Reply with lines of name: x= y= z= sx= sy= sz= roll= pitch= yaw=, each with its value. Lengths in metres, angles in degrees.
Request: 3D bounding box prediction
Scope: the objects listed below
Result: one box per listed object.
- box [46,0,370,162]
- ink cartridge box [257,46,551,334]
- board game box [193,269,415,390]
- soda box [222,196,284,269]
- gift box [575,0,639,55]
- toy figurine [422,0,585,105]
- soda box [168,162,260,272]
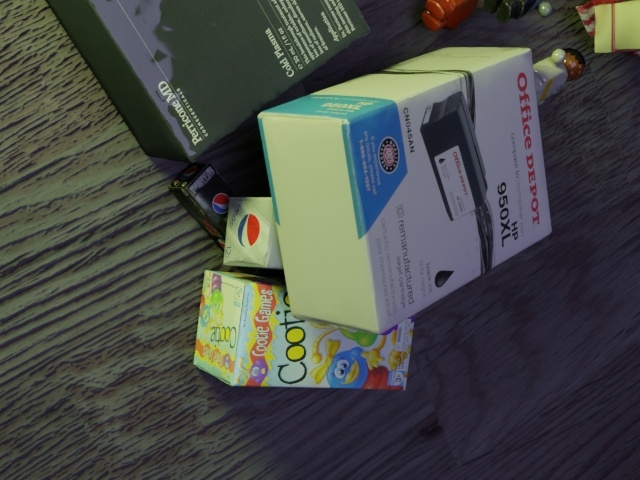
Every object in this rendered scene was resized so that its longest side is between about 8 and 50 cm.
box: x=-0.167 y=-0.329 z=1.517 sx=0.312 sy=0.179 sz=0.343 roll=-38 pitch=112 yaw=-19
ink cartridge box: x=0.129 y=-0.083 z=1.582 sx=0.395 sy=0.166 sz=0.285 roll=-26 pitch=114 yaw=-41
board game box: x=-0.021 y=0.128 z=1.674 sx=0.275 sy=0.144 sz=0.142 roll=5 pitch=94 yaw=-29
soda box: x=0.000 y=0.000 z=1.649 sx=0.286 sy=0.091 sz=0.098 roll=8 pitch=86 yaw=-45
gift box: x=0.560 y=-0.422 z=1.836 sx=0.276 sy=0.258 sz=0.255 roll=-2 pitch=97 yaw=-26
toy figurine: x=0.280 y=-0.301 z=1.737 sx=0.148 sy=0.209 sz=0.213 roll=-31 pitch=108 yaw=-32
soda box: x=-0.134 y=-0.032 z=1.639 sx=0.053 sy=0.060 sz=0.169 roll=-48 pitch=116 yaw=-21
